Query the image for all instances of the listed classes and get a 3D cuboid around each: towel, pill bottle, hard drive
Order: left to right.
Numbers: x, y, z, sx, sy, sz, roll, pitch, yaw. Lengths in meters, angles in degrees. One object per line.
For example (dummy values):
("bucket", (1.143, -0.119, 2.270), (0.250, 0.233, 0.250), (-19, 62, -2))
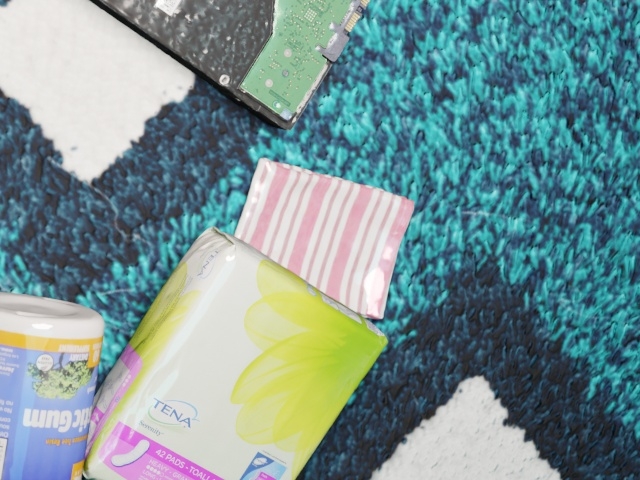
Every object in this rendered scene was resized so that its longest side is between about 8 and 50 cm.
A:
("pill bottle", (-0.309, 0.197, 1.975), (0.152, 0.152, 0.272), (6, 97, -25))
("hard drive", (-0.108, -0.299, 2.024), (0.339, 0.064, 0.237), (33, 85, -25))
("towel", (0.000, 0.000, 2.148), (0.197, 0.029, 0.144), (15, 93, -26))

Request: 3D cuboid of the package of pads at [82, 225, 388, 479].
("package of pads", (-0.105, 0.160, 2.081), (0.229, 0.101, 0.296), (33, 91, -26))
